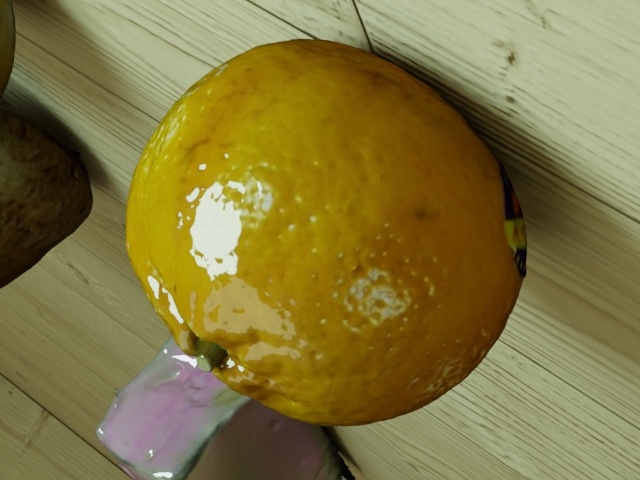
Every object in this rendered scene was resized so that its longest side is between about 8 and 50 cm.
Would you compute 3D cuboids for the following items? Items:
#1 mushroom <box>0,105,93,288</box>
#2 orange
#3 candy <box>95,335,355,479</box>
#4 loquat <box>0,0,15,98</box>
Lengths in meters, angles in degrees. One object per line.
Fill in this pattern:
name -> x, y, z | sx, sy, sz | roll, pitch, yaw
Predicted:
mushroom -> -0.331, -0.064, 1.364 | 0.283, 0.195, 0.263 | 43, 172, -7
orange -> 0.002, -0.002, 0.766 | 0.177, 0.155, 0.177 | 46, 178, 2
candy -> -0.080, 0.188, 1.546 | 0.116, 0.155, 0.265 | 37, 166, 29
loquat -> -0.282, -0.134, 1.066 | 0.227, 0.179, 0.179 | 37, 168, 50
